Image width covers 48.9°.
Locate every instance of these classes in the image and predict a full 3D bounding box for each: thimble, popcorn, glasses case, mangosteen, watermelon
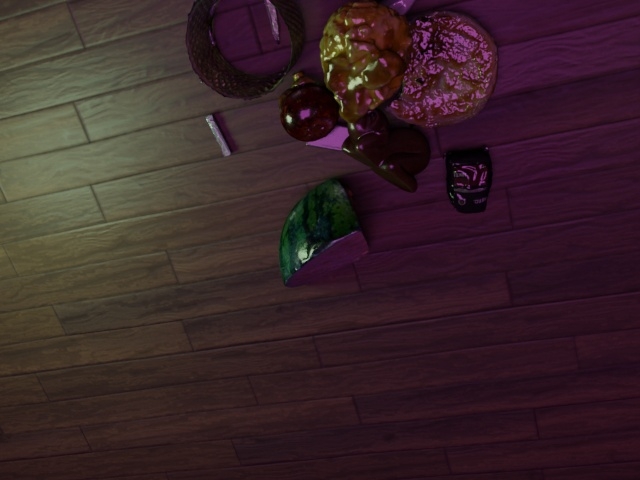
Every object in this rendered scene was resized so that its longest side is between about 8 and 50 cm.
[{"bbox_3d":[-0.175,-0.488,1.684,0.271,0.150,0.270,7,121,12],"label":"thimble"},{"bbox_3d":[0.097,-0.390,1.557,0.206,0.237,0.251,10,84,-13],"label":"popcorn"},{"bbox_3d":[0.058,-0.267,1.828,0.191,0.042,0.072,10,110,5],"label":"glasses case"},{"bbox_3d":[0.128,-0.511,1.664,0.233,0.092,0.059,-35,113,23],"label":"glasses case"},{"bbox_3d":[-0.038,-0.330,1.757,0.156,0.181,0.145,4,124,-40],"label":"mangosteen"},{"bbox_3d":[-0.014,-0.028,1.911,0.292,0.319,0.222,-22,76,13],"label":"watermelon"}]

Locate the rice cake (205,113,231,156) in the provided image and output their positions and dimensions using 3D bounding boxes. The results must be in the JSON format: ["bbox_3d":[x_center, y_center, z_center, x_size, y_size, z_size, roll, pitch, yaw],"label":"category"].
[{"bbox_3d":[-0.274,-0.283,1.893,0.022,0.021,0.121,-22,110,9],"label":"rice cake"}]

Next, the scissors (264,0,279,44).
[{"bbox_3d":[-0.135,-0.622,1.697,0.109,0.022,0.300,-4,116,16],"label":"scissors"}]

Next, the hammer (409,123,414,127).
[{"bbox_3d":[0.242,-0.364,1.757,0.065,0.021,0.178,5,118,7],"label":"hammer"}]

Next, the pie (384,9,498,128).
[{"bbox_3d":[0.280,-0.403,1.681,0.303,0.067,0.302,4,117,8],"label":"pie"}]

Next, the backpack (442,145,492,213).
[{"bbox_3d":[0.380,-0.148,1.792,0.120,0.106,0.165,-8,112,9],"label":"backpack"}]

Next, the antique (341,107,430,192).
[{"bbox_3d":[0.167,-0.238,1.749,0.257,0.121,0.143,28,88,-24],"label":"antique"}]
